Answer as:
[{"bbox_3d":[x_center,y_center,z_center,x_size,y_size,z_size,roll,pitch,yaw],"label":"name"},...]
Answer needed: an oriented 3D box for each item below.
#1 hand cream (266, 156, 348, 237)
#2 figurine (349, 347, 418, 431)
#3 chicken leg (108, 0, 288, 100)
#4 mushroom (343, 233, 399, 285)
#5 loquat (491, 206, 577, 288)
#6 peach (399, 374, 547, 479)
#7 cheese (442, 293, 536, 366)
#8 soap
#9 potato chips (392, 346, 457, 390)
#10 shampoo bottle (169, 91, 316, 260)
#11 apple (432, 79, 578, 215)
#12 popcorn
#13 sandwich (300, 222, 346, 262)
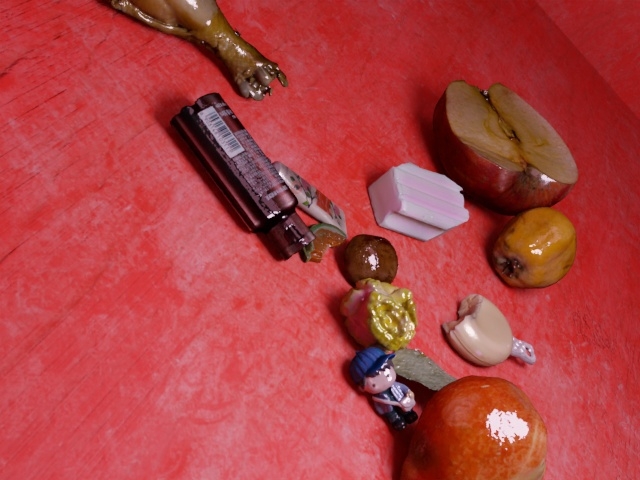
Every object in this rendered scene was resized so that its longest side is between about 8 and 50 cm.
[{"bbox_3d":[-0.028,-0.085,1.775,0.234,0.050,0.080,34,34,-33],"label":"hand cream"},{"bbox_3d":[0.114,0.253,1.593,0.149,0.086,0.087,57,-2,-9],"label":"figurine"},{"bbox_3d":[-0.234,-0.423,1.780,0.429,0.152,0.201,41,47,-26],"label":"chicken leg"},{"bbox_3d":[0.096,0.045,1.774,0.127,0.087,0.127,10,75,-39],"label":"mushroom"},{"bbox_3d":[0.498,0.020,2.143,0.234,0.176,0.187,-32,114,-25],"label":"loquat"},{"bbox_3d":[0.250,0.356,1.547,0.232,0.256,0.232,163,-90,-88],"label":"peach"},{"bbox_3d":[0.365,0.217,1.917,0.249,0.071,0.163,40,36,-17],"label":"cheese"},{"bbox_3d":[0.218,-0.078,2.004,0.230,0.091,0.145,18,49,-39],"label":"soap"},{"bbox_3d":[0.238,0.265,1.701,0.228,0.059,0.167,27,0,-26],"label":"potato chips"},{"bbox_3d":[-0.132,-0.112,1.645,0.323,0.084,0.129,53,38,1],"label":"shampoo bottle"},{"bbox_3d":[0.437,-0.235,2.233,0.365,0.295,0.329,65,8,31],"label":"apple"},{"bbox_3d":[0.106,0.136,1.652,0.145,0.126,0.126,32,23,15],"label":"popcorn"},{"bbox_3d":[-0.002,-0.001,1.734,0.067,0.029,0.135,51,35,0],"label":"sandwich"}]
